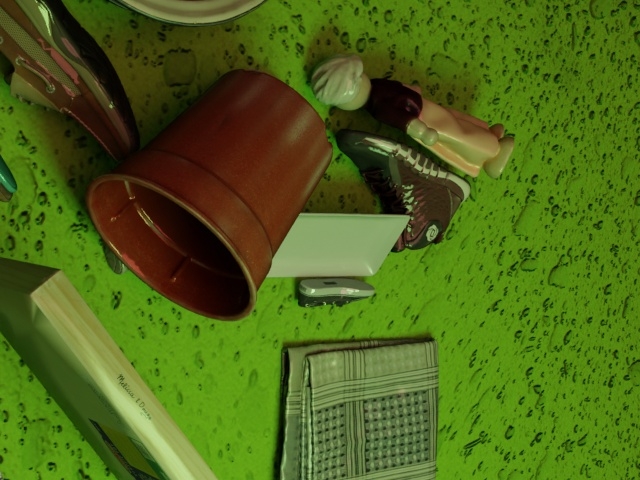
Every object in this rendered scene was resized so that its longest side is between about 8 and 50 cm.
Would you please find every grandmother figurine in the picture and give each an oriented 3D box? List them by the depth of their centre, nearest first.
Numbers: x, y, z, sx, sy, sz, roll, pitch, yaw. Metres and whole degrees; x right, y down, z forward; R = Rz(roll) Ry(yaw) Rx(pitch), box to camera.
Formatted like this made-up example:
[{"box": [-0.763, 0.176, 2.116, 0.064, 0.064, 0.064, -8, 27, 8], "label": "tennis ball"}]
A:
[{"box": [0.143, -0.202, 1.745, 0.342, 0.208, 0.104, 22, 104, -17], "label": "grandmother figurine"}]

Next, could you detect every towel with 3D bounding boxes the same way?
[{"box": [0.071, 0.323, 1.822, 0.324, 0.056, 0.312, -1, 96, -32], "label": "towel"}]

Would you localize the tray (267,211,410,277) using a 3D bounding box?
[{"box": [0.000, 0.000, 1.719, 0.270, 0.030, 0.145, 1, 137, -32], "label": "tray"}]

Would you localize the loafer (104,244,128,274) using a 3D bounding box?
[{"box": [-0.291, -0.015, 1.559, 0.039, 0.045, 0.125, -29, 118, -45], "label": "loafer"}]

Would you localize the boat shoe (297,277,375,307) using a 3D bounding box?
[{"box": [0.023, 0.087, 1.773, 0.142, 0.049, 0.040, 2, 113, -32], "label": "boat shoe"}]

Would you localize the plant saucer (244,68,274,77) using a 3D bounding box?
[{"box": [-0.112, -0.176, 1.661, 0.168, 0.029, 0.168, -4, 98, -34], "label": "plant saucer"}]

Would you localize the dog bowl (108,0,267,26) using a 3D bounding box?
[{"box": [-0.212, -0.493, 1.489, 0.408, 0.150, 0.408, -4, 97, -32], "label": "dog bowl"}]

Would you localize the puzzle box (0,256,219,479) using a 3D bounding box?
[{"box": [-0.298, 0.196, 1.439, 0.052, 0.272, 0.409, -44, 117, -26], "label": "puzzle box"}]

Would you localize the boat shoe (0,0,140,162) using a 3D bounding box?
[{"box": [-0.363, -0.238, 1.452, 0.120, 0.122, 0.324, -29, 116, 7], "label": "boat shoe"}]

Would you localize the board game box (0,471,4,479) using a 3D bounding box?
[{"box": [-0.541, 0.283, 1.425, 0.208, 0.056, 0.347, -22, 107, -25], "label": "board game box"}]

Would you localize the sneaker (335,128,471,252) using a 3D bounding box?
[{"box": [0.122, -0.067, 1.784, 0.281, 0.106, 0.163, 23, 86, -33], "label": "sneaker"}]

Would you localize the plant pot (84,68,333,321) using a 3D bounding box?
[{"box": [-0.132, -0.076, 1.495, 0.272, 0.272, 0.265, 53, 56, -26], "label": "plant pot"}]

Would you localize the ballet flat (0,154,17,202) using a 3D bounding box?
[{"box": [-0.512, -0.182, 1.363, 0.124, 0.116, 0.342, -27, 110, -7], "label": "ballet flat"}]
